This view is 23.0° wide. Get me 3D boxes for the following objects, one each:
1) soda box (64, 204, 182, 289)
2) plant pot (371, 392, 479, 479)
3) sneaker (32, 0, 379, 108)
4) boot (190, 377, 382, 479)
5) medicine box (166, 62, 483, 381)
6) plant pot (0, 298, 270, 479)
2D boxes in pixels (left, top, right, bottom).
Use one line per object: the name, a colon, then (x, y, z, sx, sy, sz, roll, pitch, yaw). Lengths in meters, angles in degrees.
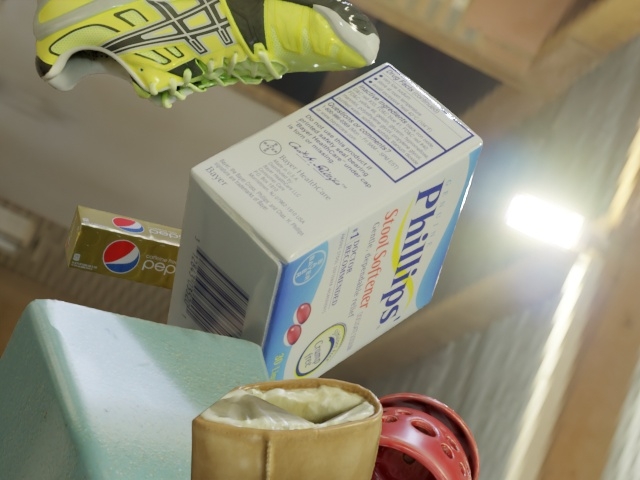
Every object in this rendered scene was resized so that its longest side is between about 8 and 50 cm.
soda box: (-0.218, 0.014, 1.939, 0.058, 0.181, 0.061, -118, -135, -61)
plant pot: (0.087, 0.283, 1.848, 0.191, 0.191, 0.174, -60, 175, 22)
sneaker: (-0.125, -0.208, 1.690, 0.145, 0.384, 0.147, 49, 51, -69)
boot: (-0.085, 0.229, 1.116, 0.089, 0.236, 0.270, -127, -143, -53)
medicine box: (0.000, 0.000, 1.647, 0.289, 0.149, 0.263, -31, 151, -33)
plant pot: (-0.171, 0.242, 1.416, 0.247, 0.247, 0.252, -60, -146, 24)
